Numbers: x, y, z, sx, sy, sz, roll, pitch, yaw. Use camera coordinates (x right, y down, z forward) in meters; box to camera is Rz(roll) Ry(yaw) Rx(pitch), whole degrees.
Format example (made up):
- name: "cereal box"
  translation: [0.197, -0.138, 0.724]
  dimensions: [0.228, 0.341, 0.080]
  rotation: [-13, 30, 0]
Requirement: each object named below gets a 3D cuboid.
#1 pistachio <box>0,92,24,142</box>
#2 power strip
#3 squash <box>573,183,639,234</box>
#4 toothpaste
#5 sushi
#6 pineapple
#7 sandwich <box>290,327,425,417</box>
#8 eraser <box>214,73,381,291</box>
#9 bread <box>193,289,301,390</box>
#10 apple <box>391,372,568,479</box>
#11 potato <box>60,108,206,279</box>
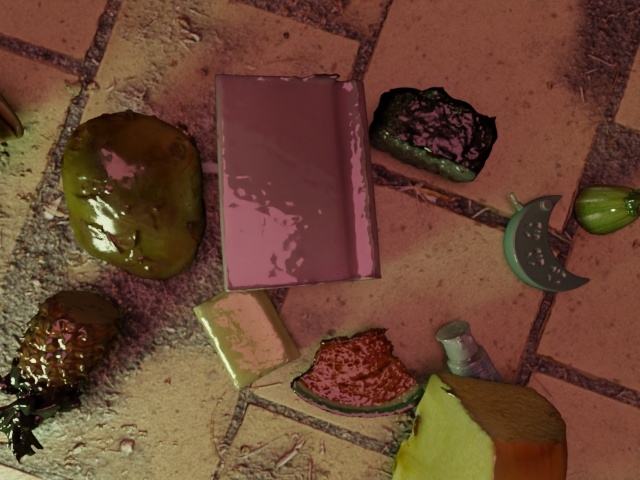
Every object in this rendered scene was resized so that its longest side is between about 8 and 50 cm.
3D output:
- name: "pistachio"
  translation: [-0.684, -0.248, 0.732]
  dimensions: [0.318, 0.213, 0.193]
  rotation: [23, 50, -5]
- name: "power strip"
  translation: [0.423, 0.001, 0.821]
  dimensions: [0.137, 0.044, 0.215]
  rotation: [-20, 89, -1]
- name: "squash"
  translation: [0.556, -0.064, 0.781]
  dimensions: [0.105, 0.132, 0.105]
  rotation: [0, 87, -3]
- name: "toothpaste"
  translation: [0.311, 0.295, 0.803]
  dimensions: [0.114, 0.073, 0.299]
  rotation: [-28, 98, -3]
- name: "sushi"
  translation: [0.204, -0.199, 0.784]
  dimensions: [0.225, 0.124, 0.127]
  rotation: [22, 87, 5]
- name: "pineapple"
  translation: [-0.490, 0.236, 0.756]
  dimensions: [0.170, 0.141, 0.309]
  rotation: [32, 95, -5]
- name: "sandwich"
  translation: [0.061, 0.254, 0.794]
  dimensions: [0.235, 0.079, 0.159]
  rotation: [-12, 78, -5]
- name: "eraser"
  translation: [-0.045, -0.097, 0.753]
  dimensions: [0.273, 0.122, 0.358]
  rotation: [-5, 85, -12]
- name: "bread"
  translation: [-0.137, 0.168, 0.795]
  dimensions: [0.140, 0.060, 0.178]
  rotation: [-27, 89, -3]
- name: "apple"
  translation: [0.242, 0.393, 0.701]
  dimensions: [0.252, 0.314, 0.308]
  rotation: [19, 101, 32]
- name: "potato"
  translation: [-0.329, -0.074, 0.736]
  dimensions: [0.247, 0.196, 0.299]
  rotation: [-2, 90, 0]
